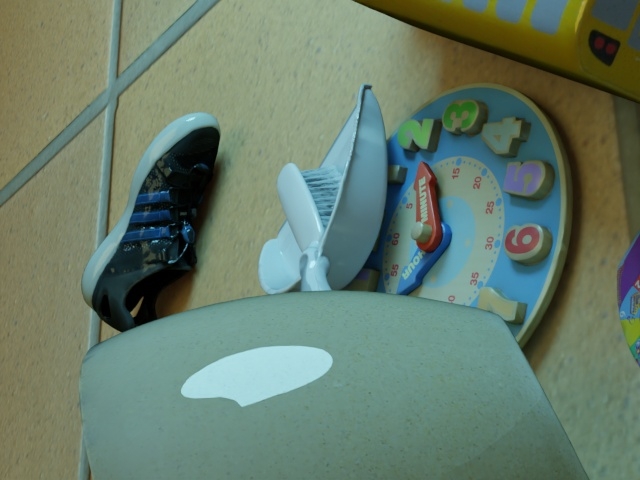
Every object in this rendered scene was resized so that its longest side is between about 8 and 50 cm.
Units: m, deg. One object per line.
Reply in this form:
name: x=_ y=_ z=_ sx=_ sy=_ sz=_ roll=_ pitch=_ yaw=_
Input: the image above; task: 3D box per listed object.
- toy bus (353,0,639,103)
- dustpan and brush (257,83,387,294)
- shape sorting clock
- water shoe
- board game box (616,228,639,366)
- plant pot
toy bus: x=0.110 y=-0.181 z=0.849 sx=0.332 sy=0.108 sz=0.130 roll=34 pitch=105 yaw=57
dustpan and brush: x=0.000 y=0.000 z=0.901 sx=0.147 sy=0.060 sz=0.211 roll=-58 pitch=31 yaw=27
shape sorting clock: x=0.075 y=0.000 z=0.875 sx=0.206 sy=0.040 sz=0.206 roll=-32 pitch=49 yaw=47
water shoe: x=-0.125 y=-0.010 z=1.190 sx=0.080 sy=0.073 sz=0.203 roll=41 pitch=112 yaw=28
board game box: x=0.196 y=-0.002 z=0.693 sx=0.169 sy=0.033 sz=0.133 roll=-62 pitch=33 yaw=16
plant pot: x=0.033 y=0.135 z=0.698 sx=0.191 sy=0.284 sz=0.284 roll=-28 pitch=42 yaw=4
